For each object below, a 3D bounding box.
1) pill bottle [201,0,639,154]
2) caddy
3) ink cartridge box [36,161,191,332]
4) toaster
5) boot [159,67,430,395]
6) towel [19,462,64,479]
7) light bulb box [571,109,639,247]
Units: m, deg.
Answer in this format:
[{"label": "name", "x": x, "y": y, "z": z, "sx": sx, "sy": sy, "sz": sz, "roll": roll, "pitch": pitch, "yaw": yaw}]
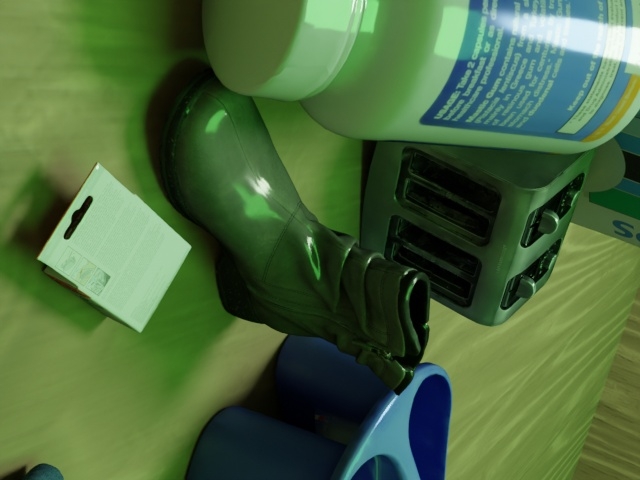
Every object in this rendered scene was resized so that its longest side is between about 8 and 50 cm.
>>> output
[{"label": "pill bottle", "x": 0.071, "y": -0.135, "z": 0.584, "sx": 0.272, "sy": 0.152, "sz": 0.152, "roll": 1, "pitch": 111, "yaw": -35}, {"label": "caddy", "x": 0.022, "y": 0.241, "z": 0.821, "sx": 0.241, "sy": 0.179, "sz": 0.341, "roll": -47, "pitch": 147, "yaw": -39}, {"label": "ink cartridge box", "x": -0.122, "y": 0.003, "z": 0.532, "sx": 0.063, "sy": 0.029, "sz": 0.115, "roll": -61, "pitch": 152, "yaw": -14}, {"label": "toaster", "x": 0.129, "y": -0.039, "z": 0.835, "sx": 0.110, "sy": 0.186, "sz": 0.168, "roll": -40, "pitch": 151, "yaw": -40}, {"label": "boot", "x": 0.000, "y": 0.000, "z": 0.611, "sx": 0.083, "sy": 0.161, "sz": 0.246, "roll": -55, "pitch": 151, "yaw": -26}, {"label": "towel", "x": -0.177, "y": 0.171, "z": 0.511, "sx": 0.119, "sy": 0.029, "sz": 0.067, "roll": -51, "pitch": 155, "yaw": -80}, {"label": "light bulb box", "x": 0.304, "y": -0.177, "z": 0.839, "sx": 0.225, "sy": 0.358, "sz": 0.361, "roll": -55, "pitch": 150, "yaw": -21}]
